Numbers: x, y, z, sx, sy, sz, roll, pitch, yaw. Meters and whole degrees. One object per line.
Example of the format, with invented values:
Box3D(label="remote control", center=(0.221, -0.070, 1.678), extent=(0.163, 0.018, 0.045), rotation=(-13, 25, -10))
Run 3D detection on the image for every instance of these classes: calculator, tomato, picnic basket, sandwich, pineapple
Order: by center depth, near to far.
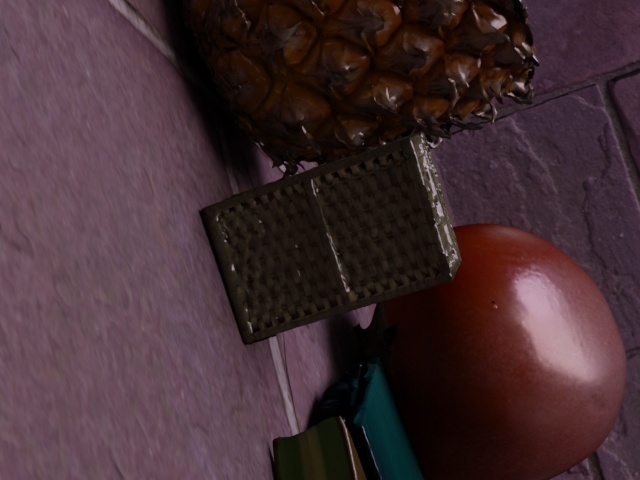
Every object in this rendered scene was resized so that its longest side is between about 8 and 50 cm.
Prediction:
Box3D(label="sandwich", center=(0.009, 0.221, 1.232), extent=(0.074, 0.074, 0.116), rotation=(56, 18, -51))
Box3D(label="picnic basket", center=(0.017, -0.006, 1.325), extent=(0.154, 0.196, 0.134), rotation=(-24, 95, -80))
Box3D(label="pineapple", center=(0.034, -0.221, 1.464), extent=(0.352, 0.300, 0.352), rotation=(60, 6, -11))
Box3D(label="calculator", center=(0.063, 0.258, 1.494), extent=(0.274, 0.058, 0.248), rotation=(-67, 139, -75))
Box3D(label="tomato", center=(0.203, 0.139, 1.709), extent=(0.321, 0.321, 0.321), rotation=(-18, 90, -80))
